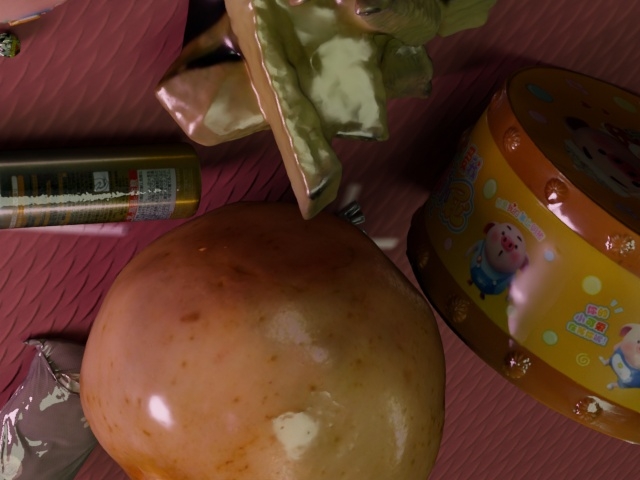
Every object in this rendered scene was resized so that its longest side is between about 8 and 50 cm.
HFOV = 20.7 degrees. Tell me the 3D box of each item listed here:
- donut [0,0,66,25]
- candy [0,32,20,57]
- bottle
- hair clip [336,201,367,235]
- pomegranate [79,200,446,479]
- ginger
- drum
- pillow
[{"bbox_3d":[-0.278,-0.289,1.558,0.233,0.085,0.199,-30,139,13],"label":"donut"},{"bbox_3d":[-0.330,-0.191,1.682,0.083,0.025,0.023,6,98,-18],"label":"candy"},{"bbox_3d":[-0.268,-0.055,1.782,0.286,0.082,0.082,-4,130,-22],"label":"bottle"},{"bbox_3d":[0.000,-0.001,1.985,0.115,0.039,0.030,-25,129,0],"label":"hair clip"},{"bbox_3d":[-0.063,0.161,1.824,0.411,0.411,0.412,-13,133,-14],"label":"pomegranate"},{"bbox_3d":[0.063,-0.225,1.703,0.358,0.211,0.413,22,117,-39],"label":"ginger"},{"bbox_3d":[0.322,0.013,1.882,0.431,0.431,0.214,12,120,-33],"label":"drum"},{"bbox_3d":[-0.315,0.231,1.999,0.169,0.059,0.255,24,103,-40],"label":"pillow"}]
